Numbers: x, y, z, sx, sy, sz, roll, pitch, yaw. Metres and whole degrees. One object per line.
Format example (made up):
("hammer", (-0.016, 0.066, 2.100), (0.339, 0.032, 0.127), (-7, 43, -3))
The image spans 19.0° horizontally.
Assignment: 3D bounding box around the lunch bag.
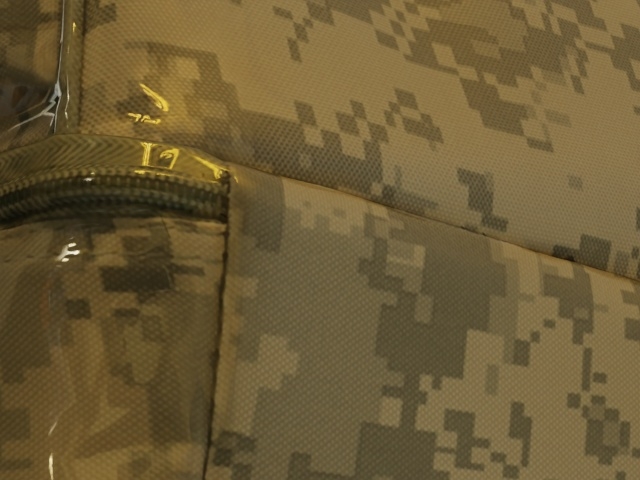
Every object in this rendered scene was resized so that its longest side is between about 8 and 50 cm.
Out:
("lunch bag", (0.000, 0.000, 0.528), (0.305, 0.256, 0.212), (14, -20, -38))
